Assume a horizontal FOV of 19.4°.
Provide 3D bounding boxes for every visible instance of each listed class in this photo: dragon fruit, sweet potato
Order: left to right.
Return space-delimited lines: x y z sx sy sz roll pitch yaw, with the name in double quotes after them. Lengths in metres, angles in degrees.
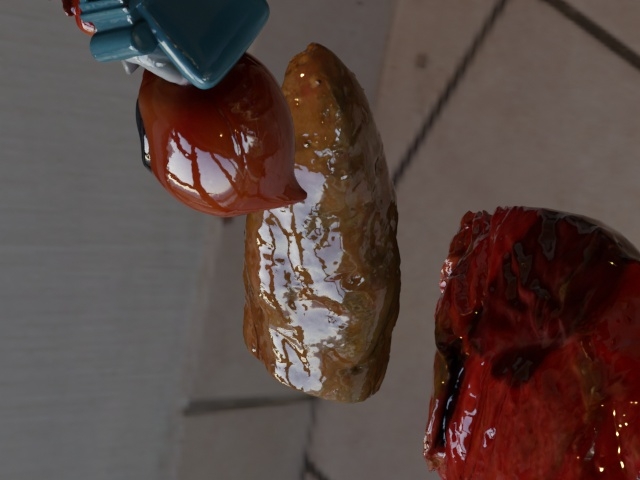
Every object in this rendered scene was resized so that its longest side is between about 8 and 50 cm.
0.000 0.000 1.039 0.097 0.097 0.251 35 145 31 "sweet potato"
0.170 0.114 1.295 0.302 0.240 0.330 -54 38 15 "dragon fruit"

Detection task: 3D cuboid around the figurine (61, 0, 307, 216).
-0.052 -0.068 0.771 0.075 0.068 0.140 2 134 46 "figurine"
